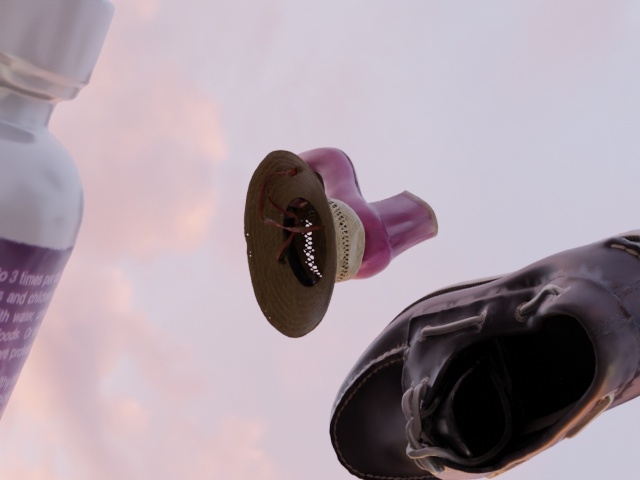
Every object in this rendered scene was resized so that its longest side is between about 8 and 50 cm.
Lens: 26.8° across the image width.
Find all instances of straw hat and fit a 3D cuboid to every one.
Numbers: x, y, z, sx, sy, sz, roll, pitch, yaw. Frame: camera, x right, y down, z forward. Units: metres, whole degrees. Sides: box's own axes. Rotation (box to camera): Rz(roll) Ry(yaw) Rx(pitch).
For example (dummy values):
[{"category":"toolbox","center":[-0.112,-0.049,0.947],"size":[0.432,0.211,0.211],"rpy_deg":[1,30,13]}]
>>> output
[{"category":"straw hat","center":[0.000,0.000,1.021],"size":[0.144,0.061,0.144],"rpy_deg":[8,-81,57]}]

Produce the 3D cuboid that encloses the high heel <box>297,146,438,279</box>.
[{"category":"high heel","center":[-0.005,-0.021,1.224],"size":[0.244,0.117,0.082],"rpy_deg":[32,-42,52]}]

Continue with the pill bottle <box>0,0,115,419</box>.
[{"category":"pill bottle","center":[-0.198,0.018,0.546],"size":[0.169,0.169,0.301],"rpy_deg":[28,-84,39]}]

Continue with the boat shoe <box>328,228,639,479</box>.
[{"category":"boat shoe","center":[0.054,0.053,0.504],"size":[0.206,0.065,0.075],"rpy_deg":[-33,-99,49]}]
